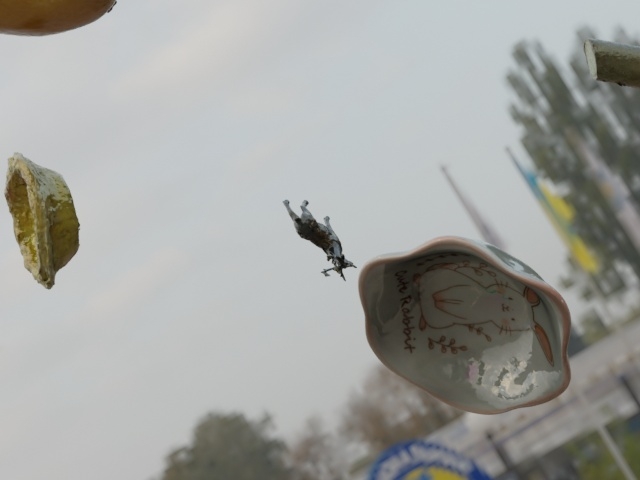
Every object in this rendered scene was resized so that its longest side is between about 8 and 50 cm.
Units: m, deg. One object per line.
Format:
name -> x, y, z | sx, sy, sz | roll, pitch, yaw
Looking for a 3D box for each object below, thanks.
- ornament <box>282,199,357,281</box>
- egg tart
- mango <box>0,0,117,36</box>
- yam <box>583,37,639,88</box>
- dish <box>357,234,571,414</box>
ornament -> 0.000, 0.000, 1.870 | 0.028, 0.073, 0.125 | -46, 27, 14
egg tart -> -0.203, -0.017, 1.314 | 0.039, 0.105, 0.105 | -14, -15, -19
mango -> -0.244, -0.207, 1.202 | 0.227, 0.109, 0.147 | 12, -31, -8
yam -> 0.304, -0.172, 1.758 | 0.094, 0.043, 0.043 | 8, -19, -8
dish -> 0.150, 0.064, 1.733 | 0.229, 0.229, 0.081 | -41, 13, 46
